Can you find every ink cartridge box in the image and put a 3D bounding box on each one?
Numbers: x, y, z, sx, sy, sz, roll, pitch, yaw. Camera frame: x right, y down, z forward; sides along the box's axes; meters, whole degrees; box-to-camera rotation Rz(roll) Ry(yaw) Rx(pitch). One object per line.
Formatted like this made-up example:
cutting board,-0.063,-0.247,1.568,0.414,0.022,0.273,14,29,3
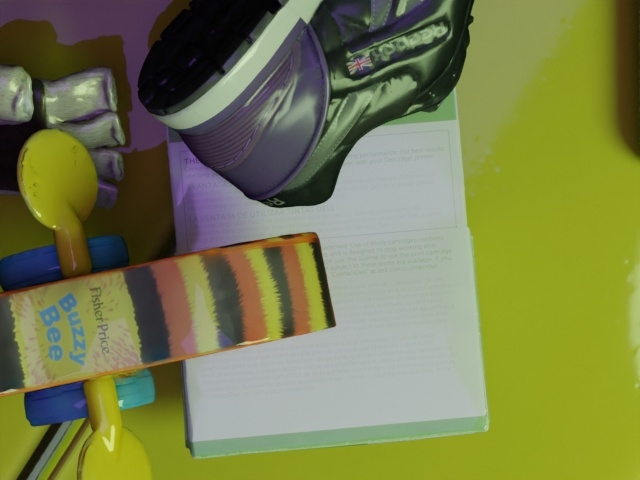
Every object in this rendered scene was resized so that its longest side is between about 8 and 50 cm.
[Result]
ink cartridge box,0.000,0.000,0.955,0.171,0.056,0.235,-5,87,-3

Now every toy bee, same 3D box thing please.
toy bee,-0.147,0.062,0.862,0.298,0.162,0.195,-34,83,13

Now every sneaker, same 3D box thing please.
sneaker,0.041,-0.139,0.891,0.283,0.107,0.124,-44,122,4

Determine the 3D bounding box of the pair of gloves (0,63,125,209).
pair of gloves,-0.197,-0.100,0.850,0.204,0.042,0.240,5,143,-4
